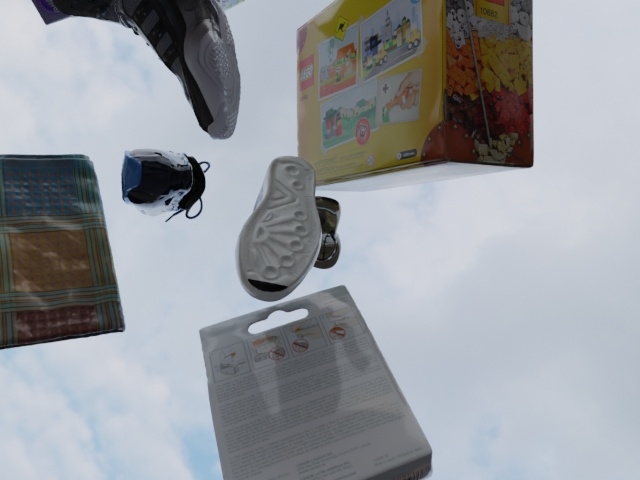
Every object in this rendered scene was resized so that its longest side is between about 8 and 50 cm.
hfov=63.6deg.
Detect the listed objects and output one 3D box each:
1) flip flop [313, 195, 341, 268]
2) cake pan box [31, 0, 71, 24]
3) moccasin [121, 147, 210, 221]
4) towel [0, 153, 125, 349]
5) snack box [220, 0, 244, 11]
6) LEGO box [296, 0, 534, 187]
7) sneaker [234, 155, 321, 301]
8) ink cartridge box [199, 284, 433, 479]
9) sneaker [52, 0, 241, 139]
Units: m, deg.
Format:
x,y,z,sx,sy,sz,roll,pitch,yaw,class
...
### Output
x,y,z,sx,sy,sz,roll,pitch,yaw,class
0.000,0.000,1.190,0.112,0.080,0.277,2,-30,-3,flip flop
-0.379,-0.450,0.701,0.070,0.246,0.267,-17,-53,6,cake pan box
-0.258,-0.090,0.908,0.116,0.342,0.138,3,-81,-9,moccasin
-0.498,0.001,0.875,0.040,0.271,0.370,-48,-125,46,towel
-0.234,-0.558,1.087,0.174,0.207,0.070,-36,-89,-19,snack box
0.145,-0.300,1.010,0.193,0.500,0.373,-1,-89,-30,LEGO box
-0.081,0.029,0.913,0.130,0.323,0.236,12,-45,-6,sneaker
-0.030,0.270,0.892,0.308,0.385,0.091,-16,-49,-10,ink cartridge box
-0.183,-0.232,0.555,0.153,0.101,0.269,-8,-61,8,sneaker
